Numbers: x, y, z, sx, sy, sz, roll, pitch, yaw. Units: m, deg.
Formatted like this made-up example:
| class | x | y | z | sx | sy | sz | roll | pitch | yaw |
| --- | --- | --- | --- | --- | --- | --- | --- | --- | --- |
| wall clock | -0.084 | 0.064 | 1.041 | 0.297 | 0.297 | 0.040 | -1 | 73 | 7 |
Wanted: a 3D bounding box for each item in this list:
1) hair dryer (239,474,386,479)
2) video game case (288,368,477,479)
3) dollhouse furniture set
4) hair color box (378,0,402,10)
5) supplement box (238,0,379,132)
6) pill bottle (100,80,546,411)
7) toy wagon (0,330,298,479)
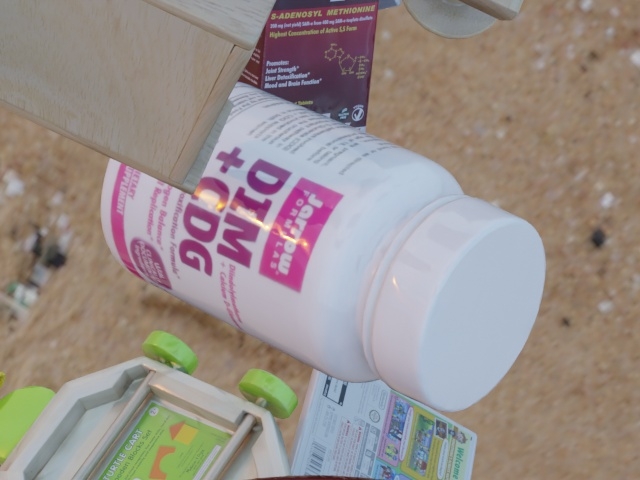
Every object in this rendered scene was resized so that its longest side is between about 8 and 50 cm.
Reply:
| class | x | y | z | sx | sy | sz | roll | pitch | yaw |
| --- | --- | --- | --- | --- | --- | --- | --- | --- | --- |
| hair dryer | 0.004 | 0.189 | 1.113 | 0.293 | 0.224 | 0.080 | 23 | 70 | -58 |
| video game case | 0.062 | 0.227 | 1.775 | 0.193 | 0.023 | 0.212 | 30 | 38 | -11 |
| dollhouse furniture set | -0.039 | -0.224 | 0.734 | 0.303 | 0.174 | 0.355 | 24 | 69 | -6 |
| hair color box | 0.055 | -0.425 | 2.006 | 0.185 | 0.114 | 0.374 | 64 | 32 | -29 |
| supplement box | -0.015 | -0.215 | 1.724 | 0.130 | 0.239 | 0.073 | -9 | 28 | -29 |
| pill bottle | 0.000 | 0.000 | 1.203 | 0.283 | 0.160 | 0.160 | 24 | 47 | 35 |
| toy wagon | -0.190 | 0.208 | 1.632 | 0.344 | 0.068 | 0.267 | 19 | 61 | 32 |
